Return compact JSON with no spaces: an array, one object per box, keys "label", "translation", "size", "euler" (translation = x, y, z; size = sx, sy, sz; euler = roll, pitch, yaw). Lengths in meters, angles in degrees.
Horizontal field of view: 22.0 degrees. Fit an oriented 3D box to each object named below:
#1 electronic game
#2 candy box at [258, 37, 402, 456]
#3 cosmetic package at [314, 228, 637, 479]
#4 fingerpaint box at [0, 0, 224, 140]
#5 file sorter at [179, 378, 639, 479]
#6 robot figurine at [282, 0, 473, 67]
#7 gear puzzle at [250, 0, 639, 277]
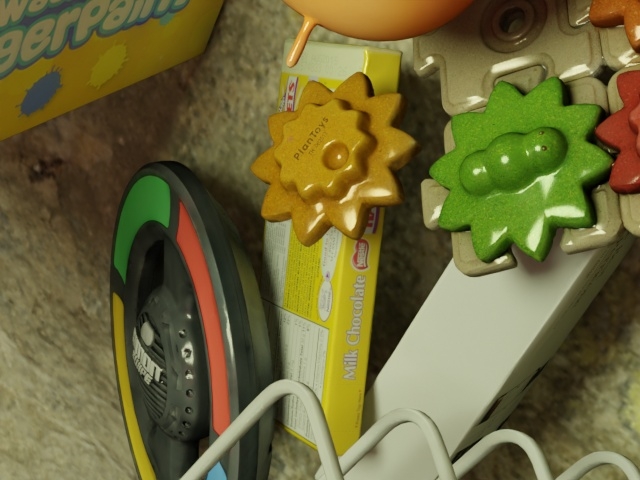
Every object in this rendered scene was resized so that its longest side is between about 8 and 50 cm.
[{"label":"electronic game","translation":[-0.080,0.069,0.933],"size":[0.229,0.048,0.229],"euler":[174,90,-68]},{"label":"candy box","translation":[0.000,0.000,0.856],"size":[0.105,0.027,0.205],"euler":[-157,72,-66]},{"label":"cosmetic package","translation":[0.090,0.043,0.838],"size":[0.060,0.099,0.239],"euler":[38,127,12]},{"label":"fingerpaint box","translation":[-0.298,-0.188,0.779],"size":[0.371,0.445,0.163],"euler":[37,127,15]},{"label":"file sorter","translation":[0.067,0.198,0.781],"size":[0.193,0.278,0.173],"euler":[-49,41,33]},{"label":"robot figurine","translation":[0.045,-0.174,0.696],"size":[0.128,0.219,0.158],"euler":[47,156,-15]},{"label":"gear puzzle","translation":[0.110,-0.080,0.713],"size":[0.339,0.044,0.175],"euler":[-14,63,27]}]
